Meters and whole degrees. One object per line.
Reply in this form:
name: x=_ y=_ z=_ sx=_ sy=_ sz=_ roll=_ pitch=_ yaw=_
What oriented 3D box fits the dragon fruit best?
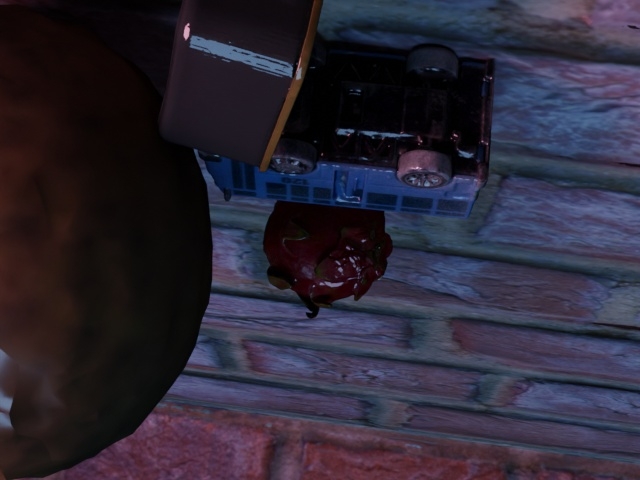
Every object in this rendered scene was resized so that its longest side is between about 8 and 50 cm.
dragon fruit: x=0.000 y=0.000 z=1.393 sx=0.133 sy=0.136 sz=0.166 roll=49 pitch=174 yaw=-17

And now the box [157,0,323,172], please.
box: x=-0.054 y=-0.149 z=0.968 sx=0.090 sy=0.145 sz=0.201 roll=14 pitch=161 yaw=-7

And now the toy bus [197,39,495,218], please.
toy bus: x=0.020 y=-0.090 z=1.139 sx=0.233 sy=0.116 sz=0.133 roll=6 pitch=163 yaw=1

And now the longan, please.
longan: x=-0.273 y=0.002 z=1.111 sx=0.391 sy=0.391 sz=0.391 roll=7 pitch=160 yaw=3
